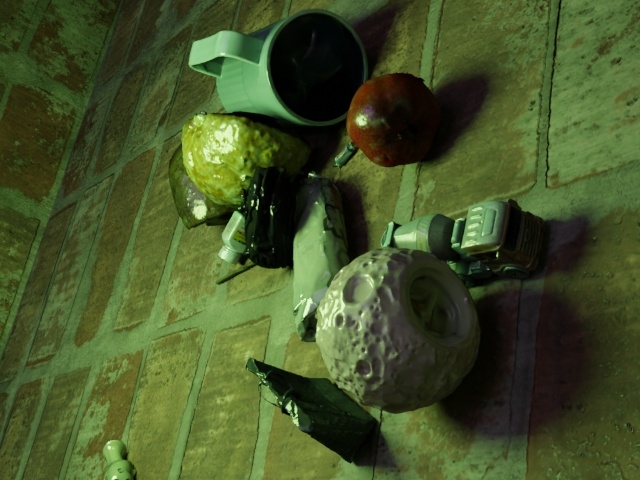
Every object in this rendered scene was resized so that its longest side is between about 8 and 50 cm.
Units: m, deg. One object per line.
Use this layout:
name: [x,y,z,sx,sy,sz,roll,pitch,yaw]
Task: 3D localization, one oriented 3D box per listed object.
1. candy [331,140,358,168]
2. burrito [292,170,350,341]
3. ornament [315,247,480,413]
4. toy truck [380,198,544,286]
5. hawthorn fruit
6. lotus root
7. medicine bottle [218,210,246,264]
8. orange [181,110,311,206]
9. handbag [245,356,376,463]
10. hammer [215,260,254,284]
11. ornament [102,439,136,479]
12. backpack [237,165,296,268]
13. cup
candy: [0.056,-0.189,1.946,0.083,0.030,0.020,-52,34,32]
burrito: [0.000,0.000,1.812,0.139,0.101,0.445,-43,36,38]
ornament: [0.114,0.140,1.378,0.225,0.259,0.259,-39,38,45]
toy truck: [0.224,0.003,1.430,0.257,0.140,0.108,-13,56,53]
hawthorn fruit: [0.136,-0.241,1.721,0.185,0.185,0.202,-58,26,10]
lotus root: [-0.279,-0.179,2.315,0.142,0.210,0.314,-49,45,44]
medicine bottle: [-0.198,-0.003,2.140,0.118,0.074,0.055,-60,31,4]
orange: [-0.187,-0.182,2.083,0.369,0.271,0.210,0,80,59]
handbag: [-0.023,0.291,1.551,0.088,0.175,0.270,-60,32,1]
hammer: [-0.172,0.061,2.106,0.292,0.029,0.058,-29,43,47]
ornament: [-0.496,0.565,2.168,0.156,0.081,0.074,-128,35,-60]
backpack: [-0.112,-0.058,1.888,0.258,0.133,0.206,100,170,-62]
cup: [-0.108,-0.378,2.067,0.311,0.331,0.256,5,111,60]
